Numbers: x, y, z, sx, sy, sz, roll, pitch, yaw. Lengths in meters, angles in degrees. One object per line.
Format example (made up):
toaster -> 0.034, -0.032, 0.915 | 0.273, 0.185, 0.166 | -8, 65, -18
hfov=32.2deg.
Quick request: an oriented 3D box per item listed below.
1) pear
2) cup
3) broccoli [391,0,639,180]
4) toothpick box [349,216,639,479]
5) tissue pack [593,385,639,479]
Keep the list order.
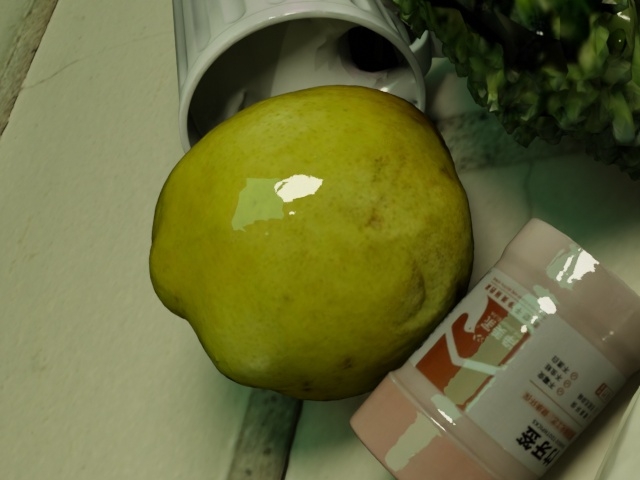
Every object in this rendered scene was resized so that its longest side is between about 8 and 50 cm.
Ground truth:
pear -> 0.000, 0.000, 0.667 | 0.200, 0.200, 0.200 | -22, 49, 28
cup -> -0.004, -0.142, 0.824 | 0.202, 0.221, 0.167 | -106, 31, -46
broccoli -> 0.163, -0.194, 0.606 | 0.317, 0.277, 0.338 | 5, 71, 50
toothpick box -> 0.100, 0.074, 0.591 | 0.149, 0.098, 0.098 | -48, 42, 1
tissue pack -> 0.258, 0.106, 0.340 | 0.390, 0.195, 0.375 | 28, 83, 32
